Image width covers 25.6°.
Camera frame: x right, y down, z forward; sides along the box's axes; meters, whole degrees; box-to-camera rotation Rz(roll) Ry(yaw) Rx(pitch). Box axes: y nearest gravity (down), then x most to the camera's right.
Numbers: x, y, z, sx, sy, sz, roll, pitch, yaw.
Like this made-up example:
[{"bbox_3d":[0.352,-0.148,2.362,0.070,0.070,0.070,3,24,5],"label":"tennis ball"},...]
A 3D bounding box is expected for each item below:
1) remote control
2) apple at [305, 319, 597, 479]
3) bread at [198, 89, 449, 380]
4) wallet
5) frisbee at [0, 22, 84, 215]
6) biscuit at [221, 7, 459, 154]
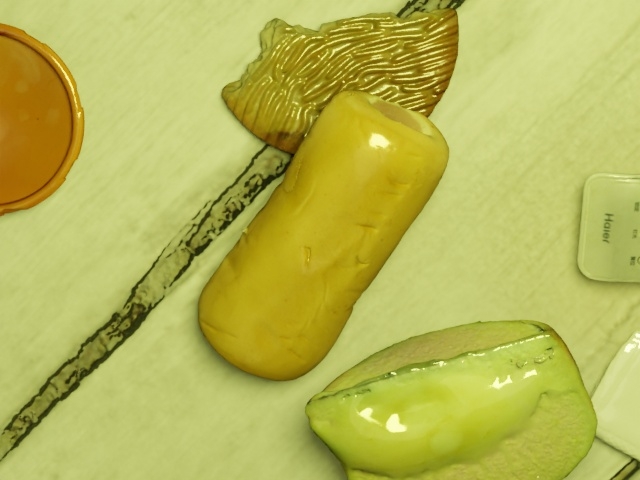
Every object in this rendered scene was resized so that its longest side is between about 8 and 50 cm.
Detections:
[{"bbox_3d":[0.410,-0.016,1.391,0.313,0.055,0.109,1,107,-3],"label":"remote control"},{"bbox_3d":[0.136,0.180,1.401,0.265,0.120,0.193,-17,113,7],"label":"apple"},{"bbox_3d":[0.000,0.000,1.365,0.142,0.091,0.305,28,108,-15],"label":"bread"},{"bbox_3d":[0.366,0.178,1.437,0.183,0.032,0.124,27,101,-2],"label":"wallet"},{"bbox_3d":[-0.327,-0.120,1.390,0.192,0.035,0.192,0,102,0],"label":"frisbee"},{"bbox_3d":[0.029,-0.167,1.376,0.228,0.031,0.176,-42,99,9],"label":"biscuit"}]
